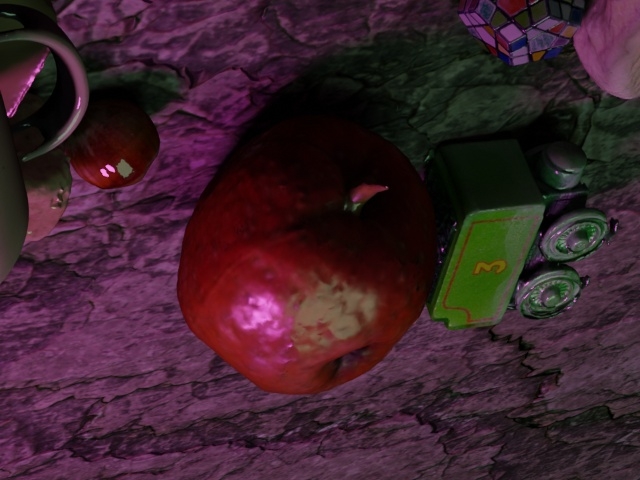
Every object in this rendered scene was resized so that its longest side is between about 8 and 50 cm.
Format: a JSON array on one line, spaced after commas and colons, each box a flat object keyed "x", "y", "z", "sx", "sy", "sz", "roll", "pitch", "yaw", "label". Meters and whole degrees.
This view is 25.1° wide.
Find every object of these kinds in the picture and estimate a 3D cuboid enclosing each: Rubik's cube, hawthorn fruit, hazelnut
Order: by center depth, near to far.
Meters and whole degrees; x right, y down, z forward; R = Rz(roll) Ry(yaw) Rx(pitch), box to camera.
[{"x": 0.171, "y": -0.203, "z": 1.218, "sx": 0.093, "sy": 0.111, "sz": 0.111, "roll": -46, "pitch": 154, "yaw": -9, "label": "Rubik's cube"}, {"x": -0.180, "y": -0.083, "z": 1.234, "sx": 0.086, "sy": 0.086, "sz": 0.086, "roll": -15, "pitch": 153, "yaw": -8, "label": "hazelnut"}, {"x": -0.011, "y": 0.011, "z": 1.345, "sx": 0.258, "sy": 0.258, "sz": 0.262, "roll": 0, "pitch": 119, "yaw": -34, "label": "hawthorn fruit"}]

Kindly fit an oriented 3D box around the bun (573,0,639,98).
[{"x": 0.304, "y": -0.226, "z": 1.224, "sx": 0.221, "sy": 0.108, "sz": 0.221, "roll": -35, "pitch": 165, "yaw": -11, "label": "bun"}]

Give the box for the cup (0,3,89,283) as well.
[{"x": -0.272, "y": -0.083, "z": 0.951, "sx": 0.252, "sy": 0.191, "sz": 0.200, "roll": -25, "pitch": 148, "yaw": -21, "label": "cup"}]

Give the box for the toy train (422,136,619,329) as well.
[{"x": 0.195, "y": -0.006, "z": 1.545, "sx": 0.188, "sy": 0.132, "sz": 0.243, "roll": -6, "pitch": 142, "yaw": -14, "label": "toy train"}]

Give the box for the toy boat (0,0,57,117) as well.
[{"x": -0.253, "y": -0.161, "z": 1.051, "sx": 0.116, "sy": 0.061, "sz": 0.188, "roll": 0, "pitch": 147, "yaw": -30, "label": "toy boat"}]

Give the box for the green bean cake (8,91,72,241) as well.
[{"x": -0.297, "y": -0.062, "z": 1.152, "sx": 0.179, "sy": 0.109, "sz": 0.085, "roll": 2, "pitch": 145, "yaw": -35, "label": "green bean cake"}]
